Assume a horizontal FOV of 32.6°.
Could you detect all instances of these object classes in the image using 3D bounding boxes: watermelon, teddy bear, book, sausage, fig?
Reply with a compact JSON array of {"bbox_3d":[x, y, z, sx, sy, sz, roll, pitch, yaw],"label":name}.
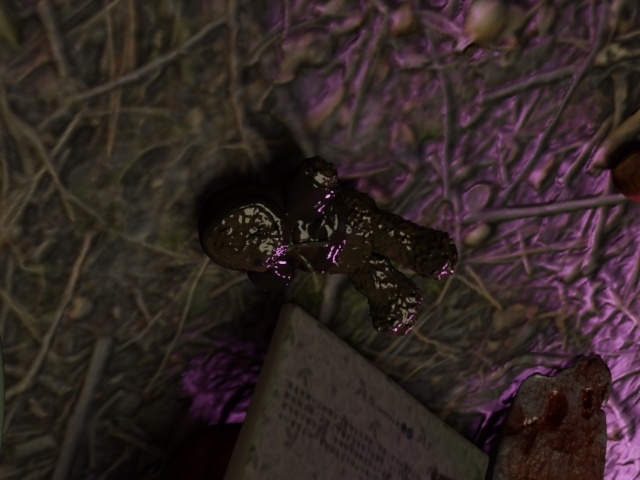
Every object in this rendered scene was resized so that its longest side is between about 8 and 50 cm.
[{"bbox_3d":[0.186,0.176,0.890,0.098,0.121,0.158,21,108,-12],"label":"watermelon"},{"bbox_3d":[0.002,-0.006,0.699,0.160,0.078,0.119,16,137,-16],"label":"teddy bear"},{"bbox_3d":[-0.001,0.270,0.715,0.269,0.032,0.389,41,57,-40],"label":"book"},{"bbox_3d":[0.272,-0.039,0.824,0.131,0.041,0.039,13,137,-32],"label":"sausage"},{"bbox_3d":[-0.062,0.205,0.766,0.128,0.128,0.150,32,63,-38],"label":"fig"}]

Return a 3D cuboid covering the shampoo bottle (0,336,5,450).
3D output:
[{"bbox_3d":[-0.275,0.173,0.677,0.134,0.078,0.359,2,120,-32],"label":"shampoo bottle"}]
